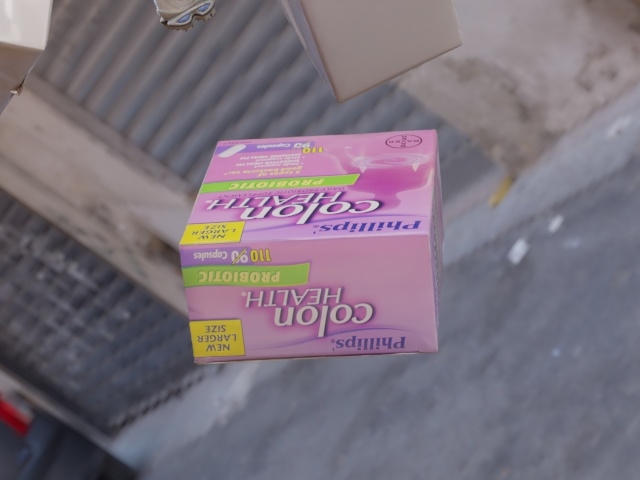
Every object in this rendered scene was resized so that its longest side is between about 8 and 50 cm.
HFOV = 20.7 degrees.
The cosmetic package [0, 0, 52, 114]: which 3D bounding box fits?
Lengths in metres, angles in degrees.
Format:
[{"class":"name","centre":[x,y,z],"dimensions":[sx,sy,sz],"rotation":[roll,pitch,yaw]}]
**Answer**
[{"class":"cosmetic package","centre":[-0.362,-0.199,1.135],"dimensions":[0.197,0.365,0.155],"rotation":[156,121,-67]}]

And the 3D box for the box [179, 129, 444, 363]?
[{"class":"box","centre":[0.000,0.000,1.575],"dimensions":[0.243,0.213,0.117],"rotation":[-78,-16,-64]}]

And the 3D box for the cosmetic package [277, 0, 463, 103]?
[{"class":"cosmetic package","centre":[-0.008,-0.387,1.808],"dimensions":[0.161,0.453,0.230],"rotation":[-27,49,-3]}]

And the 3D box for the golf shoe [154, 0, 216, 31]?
[{"class":"golf shoe","centre":[-0.124,-0.320,2.059],"dimensions":[0.176,0.086,0.069],"rotation":[-38,27,-26]}]
